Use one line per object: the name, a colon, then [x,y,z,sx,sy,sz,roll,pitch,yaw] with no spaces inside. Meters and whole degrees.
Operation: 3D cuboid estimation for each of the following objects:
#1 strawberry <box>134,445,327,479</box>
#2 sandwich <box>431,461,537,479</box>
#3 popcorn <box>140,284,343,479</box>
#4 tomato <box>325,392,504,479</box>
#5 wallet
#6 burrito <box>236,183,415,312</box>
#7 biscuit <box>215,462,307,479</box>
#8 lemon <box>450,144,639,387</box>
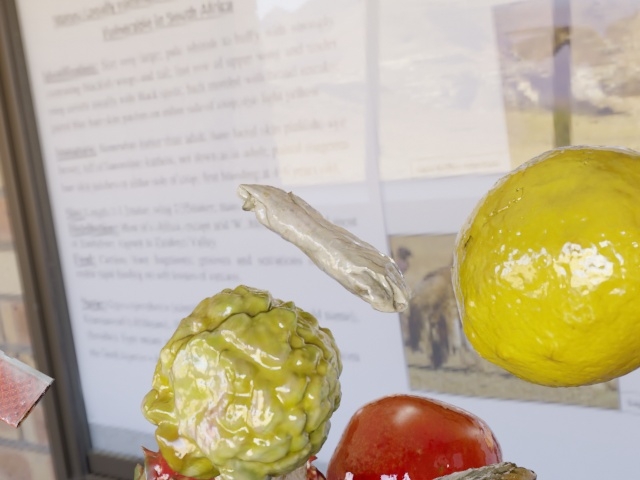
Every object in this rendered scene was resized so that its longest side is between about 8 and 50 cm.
strawberry: [-0.129,0.429,1.584,0.343,0.292,0.292,-12,9,-22]
sandwich: [0.019,0.314,0.827,0.325,0.131,0.262,-18,-7,-43]
popcorn: [-0.084,0.175,1.163,0.259,0.259,0.212,0,0,44]
tomato: [0.181,0.445,1.822,0.325,0.293,0.290,30,-18,-5]
wallet: [-0.562,0.236,1.650,0.196,0.020,0.103,24,62,15]
burrito: [0.000,0.000,1.174,0.275,0.059,0.082,36,10,36]
biscuit: [-0.078,0.315,1.320,0.033,0.219,0.220,-9,6,29]
lemon: [0.271,0.026,1.018,0.260,0.260,0.284,-9,-28,-6]
